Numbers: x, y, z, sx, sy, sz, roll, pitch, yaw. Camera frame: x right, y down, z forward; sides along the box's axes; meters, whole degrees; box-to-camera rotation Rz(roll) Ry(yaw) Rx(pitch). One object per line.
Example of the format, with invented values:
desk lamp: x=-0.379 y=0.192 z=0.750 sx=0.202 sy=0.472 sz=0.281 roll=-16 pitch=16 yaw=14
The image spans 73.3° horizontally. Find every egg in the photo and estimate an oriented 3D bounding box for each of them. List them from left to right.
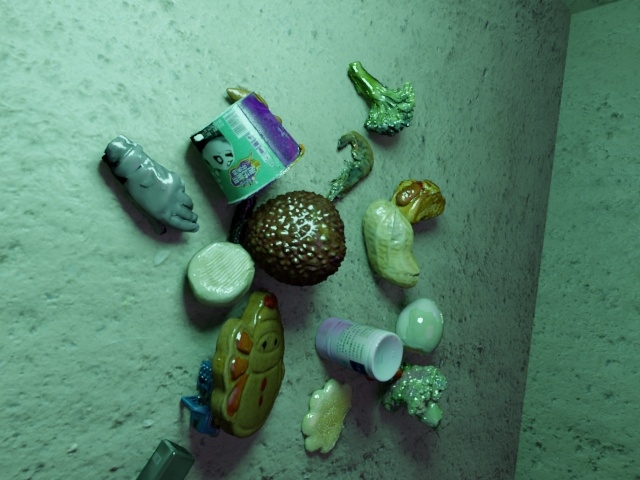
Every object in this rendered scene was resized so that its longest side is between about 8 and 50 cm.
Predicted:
egg: x=0.390 y=0.330 z=1.684 sx=0.183 sy=0.183 sz=0.217 roll=36 pitch=63 yaw=-38

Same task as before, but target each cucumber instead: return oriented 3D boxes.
cucumber: x=-0.218 y=-0.057 z=1.186 sx=0.053 sy=0.053 sz=0.182 roll=21 pitch=82 yaw=-41

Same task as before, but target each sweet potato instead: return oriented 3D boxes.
sweet potato: x=-0.176 y=-0.370 z=1.190 sx=0.202 sy=0.055 sz=0.058 roll=28 pitch=112 yaw=-42

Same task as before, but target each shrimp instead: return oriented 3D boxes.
shrimp: x=0.084 y=-0.253 z=1.441 sx=0.296 sy=0.058 sz=0.169 roll=-48 pitch=116 yaw=-33

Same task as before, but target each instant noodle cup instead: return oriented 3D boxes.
instant noodle cup: x=-0.191 y=-0.237 z=1.076 sx=0.251 sy=0.251 sz=0.190 roll=-48 pitch=115 yaw=-28

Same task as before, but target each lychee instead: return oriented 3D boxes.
lychee: x=-0.058 y=-0.007 z=1.182 sx=0.304 sy=0.275 sz=0.276 roll=5 pitch=91 yaw=-33

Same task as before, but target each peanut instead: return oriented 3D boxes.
peanut: x=0.248 y=0.016 z=1.541 sx=0.174 sy=0.158 sz=0.340 roll=-11 pitch=109 yaw=-2

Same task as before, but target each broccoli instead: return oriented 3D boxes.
broccoli: x=0.209 y=-0.478 z=1.431 sx=0.177 sy=0.198 sz=0.275 roll=-47 pitch=123 yaw=-28

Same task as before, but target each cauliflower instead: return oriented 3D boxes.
cauliflower: x=0.386 y=0.614 z=1.645 sx=0.256 sy=0.239 sz=0.315 roll=-29 pitch=78 yaw=-28

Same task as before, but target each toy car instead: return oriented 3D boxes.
toy car: x=-0.298 y=0.406 z=1.122 sx=0.100 sy=0.097 sz=0.191 roll=17 pitch=82 yaw=-38

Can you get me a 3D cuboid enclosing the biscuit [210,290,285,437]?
biscuit: x=-0.177 y=0.326 z=1.158 sx=0.359 sy=0.074 sz=0.381 roll=31 pitch=67 yaw=-71

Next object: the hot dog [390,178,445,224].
hot dog: x=0.374 y=-0.160 z=1.653 sx=0.256 sy=0.150 sz=0.153 roll=-17 pitch=115 yaw=-40

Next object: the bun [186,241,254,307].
bun: x=-0.257 y=0.092 z=1.118 sx=0.173 sy=0.113 sz=0.167 roll=-11 pitch=71 yaw=-23

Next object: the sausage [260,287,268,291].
sausage: x=-0.176 y=0.196 z=1.262 sx=0.026 sy=0.026 sz=0.116 roll=16 pitch=83 yaw=-42

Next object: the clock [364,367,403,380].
clock: x=0.220 y=0.470 z=1.597 sx=0.155 sy=0.113 sz=0.061 roll=9 pitch=118 yaw=-41

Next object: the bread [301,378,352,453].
bread: x=0.019 y=0.598 z=1.467 sx=0.182 sy=0.039 sz=0.251 roll=35 pitch=71 yaw=-39

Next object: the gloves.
gloves: x=-0.387 y=-0.113 z=1.001 sx=0.142 sy=0.119 sz=0.285 roll=-40 pitch=128 yaw=4

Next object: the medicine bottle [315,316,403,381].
medicine bottle: x=0.119 y=0.342 z=1.387 sx=0.152 sy=0.254 sz=0.152 roll=-4 pitch=96 yaw=-42

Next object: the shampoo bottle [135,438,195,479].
shampoo bottle: x=-0.416 y=0.623 z=1.046 sx=0.079 sy=0.080 sz=0.246 roll=48 pitch=64 yaw=-33
